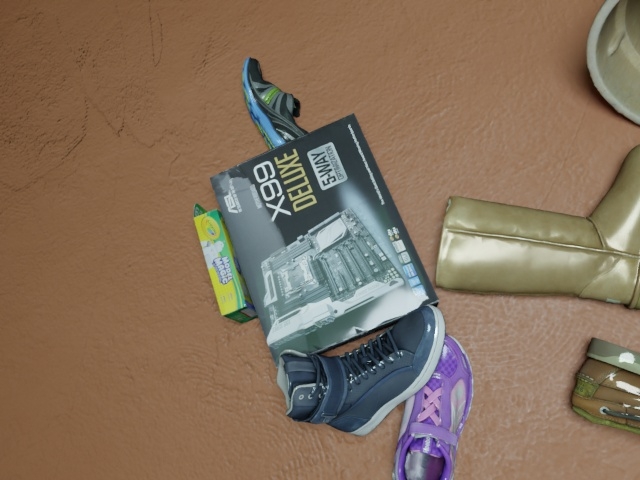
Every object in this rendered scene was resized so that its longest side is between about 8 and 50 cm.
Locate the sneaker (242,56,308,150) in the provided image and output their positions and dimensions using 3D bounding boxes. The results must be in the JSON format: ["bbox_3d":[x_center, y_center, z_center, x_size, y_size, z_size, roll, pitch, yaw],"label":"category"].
[{"bbox_3d":[-0.076,-0.221,0.886,0.078,0.067,0.188,-24,71,-12],"label":"sneaker"}]

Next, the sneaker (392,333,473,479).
[{"bbox_3d":[0.145,0.238,0.704,0.095,0.104,0.237,7,80,18],"label":"sneaker"}]

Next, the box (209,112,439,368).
[{"bbox_3d":[0.000,0.000,0.797,0.242,0.076,0.308,-22,74,4],"label":"box"}]

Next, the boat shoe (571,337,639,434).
[{"bbox_3d":[0.459,0.221,0.630,0.307,0.110,0.105,21,89,28],"label":"boat shoe"}]

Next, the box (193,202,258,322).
[{"bbox_3d":[-0.142,0.031,0.822,0.043,0.105,0.179,-22,74,2],"label":"box"}]

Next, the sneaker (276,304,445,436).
[{"bbox_3d":[0.043,0.157,0.687,0.226,0.163,0.086,-55,29,20],"label":"sneaker"}]

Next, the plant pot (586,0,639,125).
[{"bbox_3d":[0.531,-0.329,0.627,0.333,0.334,0.306,21,74,18],"label":"plant pot"}]

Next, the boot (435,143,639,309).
[{"bbox_3d":[0.305,-0.032,0.726,0.269,0.089,0.236,8,81,18],"label":"boot"}]
